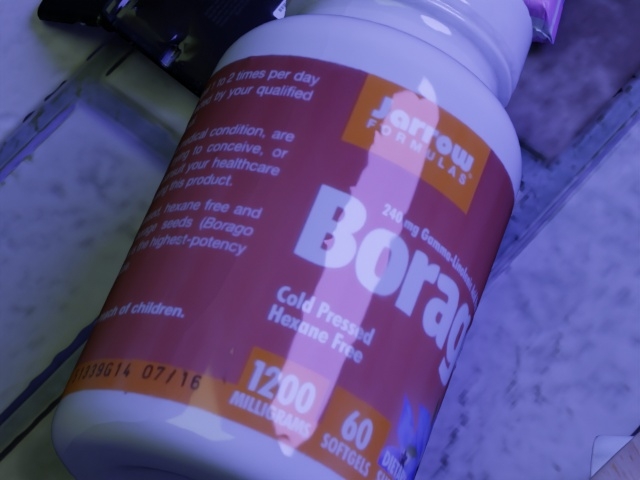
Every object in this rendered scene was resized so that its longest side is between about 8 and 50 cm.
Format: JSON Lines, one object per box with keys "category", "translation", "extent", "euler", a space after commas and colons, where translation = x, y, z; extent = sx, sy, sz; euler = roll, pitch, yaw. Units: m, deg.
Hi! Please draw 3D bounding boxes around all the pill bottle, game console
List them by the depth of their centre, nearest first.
{"category": "pill bottle", "translation": [0.000, 0.000, 0.642], "extent": [0.121, 0.121, 0.216], "euler": [12, 64, 22]}
{"category": "game console", "translation": [-0.046, -0.120, 0.794], "extent": [0.107, 0.071, 0.122], "euler": [38, 74, 0]}

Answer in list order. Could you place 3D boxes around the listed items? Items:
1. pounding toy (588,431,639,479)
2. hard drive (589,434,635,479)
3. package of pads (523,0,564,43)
{"category": "pounding toy", "translation": [0.125, 0.157, 0.441], "extent": [0.154, 0.155, 0.269], "euler": [-21, 57, 8]}
{"category": "hard drive", "translation": [0.229, 0.158, 0.530], "extent": [0.308, 0.040, 0.203], "euler": [0, 60, 16]}
{"category": "package of pads", "translation": [0.079, -0.120, 0.745], "extent": [0.050, 0.032, 0.083], "euler": [7, 62, 19]}
